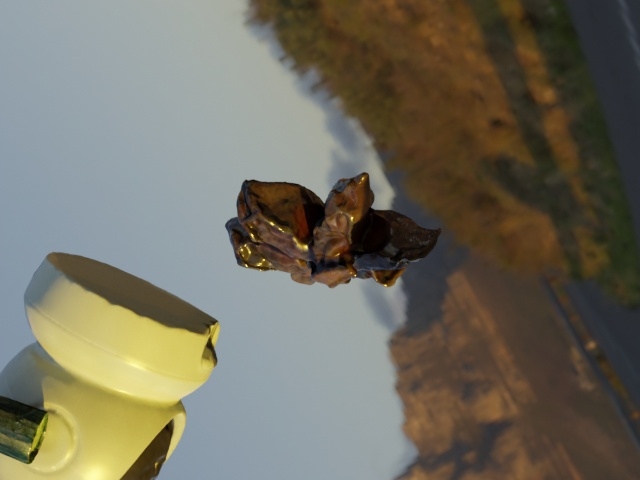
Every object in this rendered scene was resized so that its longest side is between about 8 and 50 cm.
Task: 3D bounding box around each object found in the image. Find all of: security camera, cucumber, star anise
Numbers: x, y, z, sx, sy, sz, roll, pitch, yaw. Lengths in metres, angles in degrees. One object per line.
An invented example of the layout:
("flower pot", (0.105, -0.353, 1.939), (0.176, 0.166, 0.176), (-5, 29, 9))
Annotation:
("security camera", (-0.216, 0.150, 1.331), (0.195, 0.236, 0.194), (25, -177, -1))
("cucumber", (-0.282, 0.152, 1.227), (0.105, 0.048, 0.048), (20, 177, 13))
("star anise", (0.005, -0.002, 1.564), (0.214, 0.220, 0.099), (20, -116, -21))
